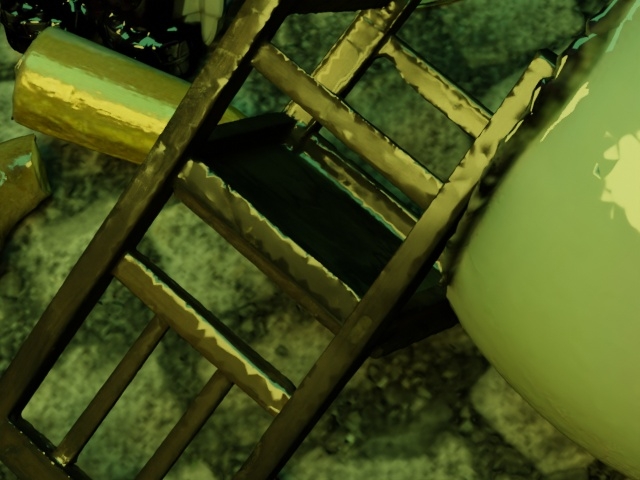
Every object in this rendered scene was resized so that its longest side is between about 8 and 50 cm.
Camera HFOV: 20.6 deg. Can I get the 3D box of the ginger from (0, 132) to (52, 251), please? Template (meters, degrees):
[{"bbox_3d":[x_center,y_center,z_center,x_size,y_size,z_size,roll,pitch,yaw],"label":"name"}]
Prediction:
[{"bbox_3d":[-0.270,0.047,1.238,0.118,0.065,0.299,18,62,13],"label":"ginger"}]

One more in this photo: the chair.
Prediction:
[{"bbox_3d":[0.000,0.000,1.125,0.203,0.240,0.416,40,111,12],"label":"chair"}]

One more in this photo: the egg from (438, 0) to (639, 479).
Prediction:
[{"bbox_3d":[0.297,0.012,0.998,0.340,0.354,0.354,40,73,16],"label":"egg"}]

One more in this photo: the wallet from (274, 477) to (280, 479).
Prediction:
[{"bbox_3d":[-0.106,0.252,1.104,0.243,0.039,0.133,-30,53,-7],"label":"wallet"}]

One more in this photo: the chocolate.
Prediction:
[{"bbox_3d":[-0.113,-0.082,1.271,0.219,0.086,0.086,22,66,8],"label":"chocolate"}]

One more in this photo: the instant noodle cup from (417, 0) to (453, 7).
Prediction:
[{"bbox_3d":[0.059,-0.298,1.329,0.205,0.153,0.205,-5,60,9],"label":"instant noodle cup"}]

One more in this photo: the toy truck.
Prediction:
[{"bbox_3d":[-0.154,-0.236,1.349,0.213,0.161,0.177,15,40,17],"label":"toy truck"}]
